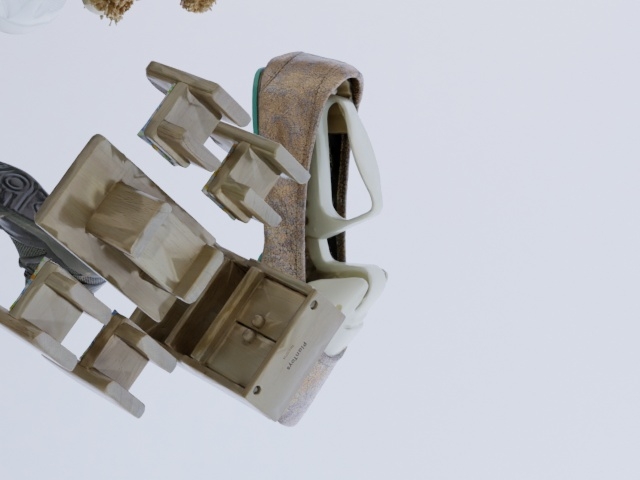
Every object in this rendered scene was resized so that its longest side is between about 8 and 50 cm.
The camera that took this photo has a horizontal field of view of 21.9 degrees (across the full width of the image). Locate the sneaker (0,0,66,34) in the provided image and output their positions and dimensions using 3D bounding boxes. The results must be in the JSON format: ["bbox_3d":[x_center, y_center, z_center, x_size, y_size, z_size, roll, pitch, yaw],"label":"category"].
[{"bbox_3d":[-0.345,-0.331,1.957,0.169,0.292,0.108,-19,-101,21],"label":"sneaker"}]

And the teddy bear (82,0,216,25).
[{"bbox_3d":[-0.180,-0.379,1.940,0.338,0.113,0.245,-38,-85,33],"label":"teddy bear"}]

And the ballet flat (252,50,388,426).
[{"bbox_3d":[0.000,0.000,1.371,0.106,0.107,0.316,-1,-86,24],"label":"ballet flat"}]

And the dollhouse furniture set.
[{"bbox_3d":[-0.121,0.013,1.206,0.161,0.242,0.212,24,-105,45],"label":"dollhouse furniture set"}]

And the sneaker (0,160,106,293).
[{"bbox_3d":[-0.367,-0.003,2.072,0.227,0.087,0.130,35,-51,-3],"label":"sneaker"}]
